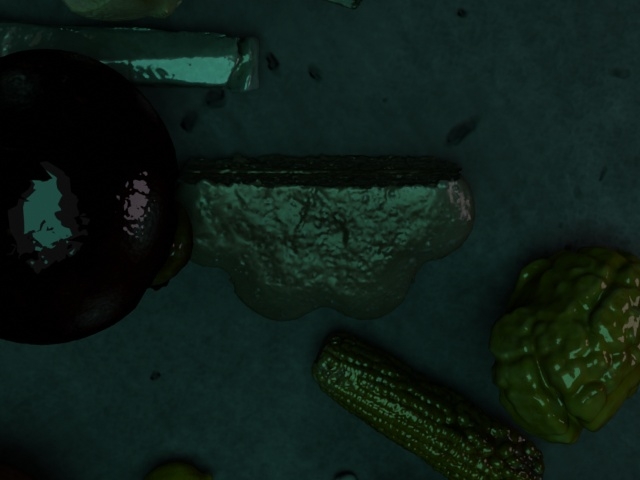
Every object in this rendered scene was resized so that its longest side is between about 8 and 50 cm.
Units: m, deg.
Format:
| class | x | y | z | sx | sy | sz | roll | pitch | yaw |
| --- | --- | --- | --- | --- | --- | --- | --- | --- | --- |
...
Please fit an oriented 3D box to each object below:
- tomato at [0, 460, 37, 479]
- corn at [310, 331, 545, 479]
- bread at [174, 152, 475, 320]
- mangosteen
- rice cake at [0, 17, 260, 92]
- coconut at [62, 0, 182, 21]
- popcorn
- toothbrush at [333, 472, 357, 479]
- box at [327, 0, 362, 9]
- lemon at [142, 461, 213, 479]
| class | x | y | z | sx | sy | sz | roll | pitch | yaw |
| --- | --- | --- | --- | --- | --- | --- | --- | --- | --- |
| tomato | -0.403 | 0.371 | 1.682 | 0.264 | 0.265 | 0.265 | 0 | 108 | -1 |
| corn | 0.129 | 0.211 | 1.721 | 0.319 | 0.097 | 0.097 | 33 | 104 | -9 |
| bread | 0.000 | 0.000 | 1.643 | 0.337 | 0.102 | 0.183 | 0 | 106 | 1 |
| mangosteen | -0.260 | -0.040 | 1.494 | 0.293 | 0.297 | 0.297 | 14 | 107 | -17 |
| rice cake | -0.231 | -0.198 | 1.594 | 0.336 | 0.063 | 0.066 | 4 | 96 | -1 |
| coconut | -0.202 | -0.308 | 1.502 | 0.194 | 0.194 | 0.194 | 0 | 108 | -1 |
| popcorn | 0.292 | 0.119 | 1.649 | 0.200 | 0.226 | 0.203 | -15 | 140 | 23 |
| toothbrush | 0.056 | 0.476 | 1.836 | 0.042 | 0.040 | 0.418 | -15 | 105 | -21 |
| box | -0.019 | -0.331 | 1.468 | 0.155 | 0.231 | 0.149 | 14 | 107 | -6 |
| lemon | -0.171 | 0.292 | 1.753 | 0.092 | 0.065 | 0.065 | -11 | 108 | -8 |
